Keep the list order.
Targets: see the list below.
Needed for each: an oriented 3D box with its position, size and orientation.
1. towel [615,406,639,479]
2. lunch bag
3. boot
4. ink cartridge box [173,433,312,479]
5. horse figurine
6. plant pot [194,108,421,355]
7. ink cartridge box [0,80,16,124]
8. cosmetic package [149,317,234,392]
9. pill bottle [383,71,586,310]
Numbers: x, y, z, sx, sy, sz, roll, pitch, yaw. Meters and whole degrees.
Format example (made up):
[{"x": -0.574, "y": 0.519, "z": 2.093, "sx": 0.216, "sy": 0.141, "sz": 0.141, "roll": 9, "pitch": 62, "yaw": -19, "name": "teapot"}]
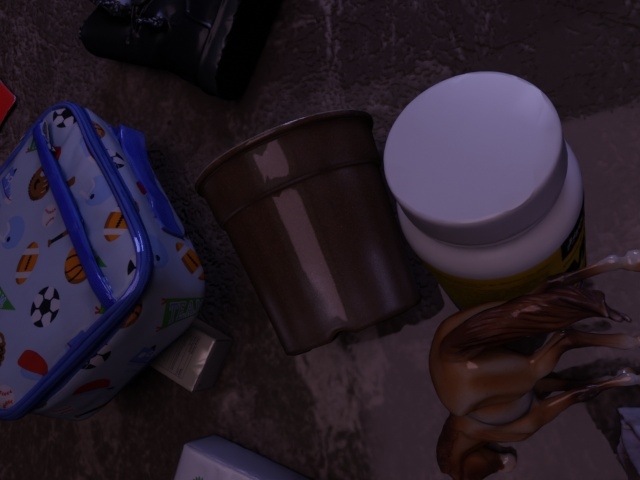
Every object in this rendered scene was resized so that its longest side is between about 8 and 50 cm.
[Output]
[{"x": 0.331, "y": 0.106, "z": 0.261, "sx": 0.332, "sy": 0.317, "sz": 0.053, "roll": -11, "pitch": 80, "yaw": 18, "name": "towel"}, {"x": -0.253, "y": 0.006, "z": 0.574, "sx": 0.243, "sy": 0.115, "sz": 0.303, "roll": -44, "pitch": 57, "yaw": 12, "name": "lunch bag"}, {"x": -0.144, "y": -0.292, "z": 0.605, "sx": 0.207, "sy": 0.094, "sz": 0.246, "roll": 25, "pitch": 99, "yaw": 18, "name": "boot"}, {"x": 0.018, "y": 0.323, "z": 0.484, "sx": 0.371, "sy": 0.069, "sz": 0.176, "roll": 16, "pitch": 88, "yaw": 24, "name": "ink cartridge box"}, {"x": 0.141, "y": 0.094, "z": 0.391, "sx": 0.174, "sy": 0.263, "sz": 0.066, "roll": -20, "pitch": 51, "yaw": 11, "name": "horse figurine"}, {"x": 0.000, "y": 0.000, "z": 0.488, "sx": 0.167, "sy": 0.167, "sz": 0.165, "roll": -25, "pitch": 83, "yaw": 16, "name": "plant pot"}, {"x": -0.518, "y": -0.138, "z": 0.735, "sx": 0.134, "sy": 0.078, "sz": 0.231, "roll": 42, "pitch": 98, "yaw": 20, "name": "ink cartridge box"}, {"x": -0.154, "y": 0.103, "z": 0.588, "sx": 0.115, "sy": 0.041, "sz": 0.060, "roll": 26, "pitch": 91, "yaw": 21, "name": "cosmetic package"}, {"x": 0.123, "y": -0.015, "z": 0.400, "sx": 0.119, "sy": 0.208, "sz": 0.119, "roll": -10, "pitch": 65, "yaw": 22, "name": "pill bottle"}]
